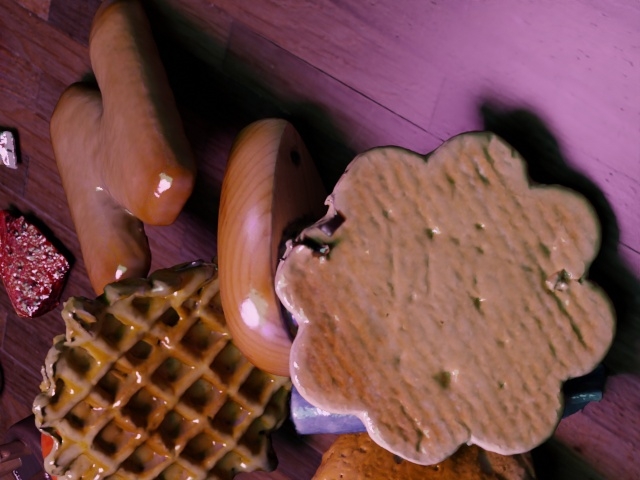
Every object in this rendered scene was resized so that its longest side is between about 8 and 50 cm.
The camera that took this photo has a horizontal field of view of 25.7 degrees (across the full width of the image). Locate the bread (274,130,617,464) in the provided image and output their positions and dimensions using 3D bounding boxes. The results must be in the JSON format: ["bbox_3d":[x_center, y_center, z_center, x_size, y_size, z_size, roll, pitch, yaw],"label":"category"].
[{"bbox_3d":[0.115,0.051,1.271,0.316,0.316,0.054,59,175,0],"label":"bread"}]

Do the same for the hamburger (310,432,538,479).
[{"bbox_3d":[0.098,0.283,1.402,0.244,0.244,0.163,26,146,26],"label":"hamburger"}]

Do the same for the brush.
[{"bbox_3d":[0.000,0.000,1.390,0.166,0.174,0.267,-13,88,30],"label":"brush"}]

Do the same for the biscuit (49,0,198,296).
[{"bbox_3d":[-0.219,-0.096,1.499,0.237,0.062,0.291,-57,43,41],"label":"biscuit"}]

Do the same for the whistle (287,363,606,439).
[{"bbox_3d":[0.121,0.152,1.351,0.304,0.062,0.062,-7,107,16],"label":"whistle"}]

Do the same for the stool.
[{"bbox_3d":[-0.349,0.291,1.823,0.217,0.121,0.125,-8,103,45],"label":"stool"}]

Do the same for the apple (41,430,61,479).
[{"bbox_3d":[-0.227,0.234,1.648,0.209,0.209,0.164,53,137,6],"label":"apple"}]

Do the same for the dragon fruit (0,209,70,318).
[{"bbox_3d":[-0.370,0.026,1.770,0.097,0.063,0.131,-46,78,8],"label":"dragon fruit"}]

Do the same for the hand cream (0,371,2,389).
[{"bbox_3d":[-0.531,0.171,1.943,0.203,0.084,0.084,24,124,37],"label":"hand cream"}]

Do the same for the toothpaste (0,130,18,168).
[{"bbox_3d":[-0.459,-0.131,1.769,0.204,0.031,0.049,14,119,30],"label":"toothpaste"}]

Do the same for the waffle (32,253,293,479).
[{"bbox_3d":[-0.155,0.154,1.492,0.073,0.317,0.297,40,133,55],"label":"waffle"}]
